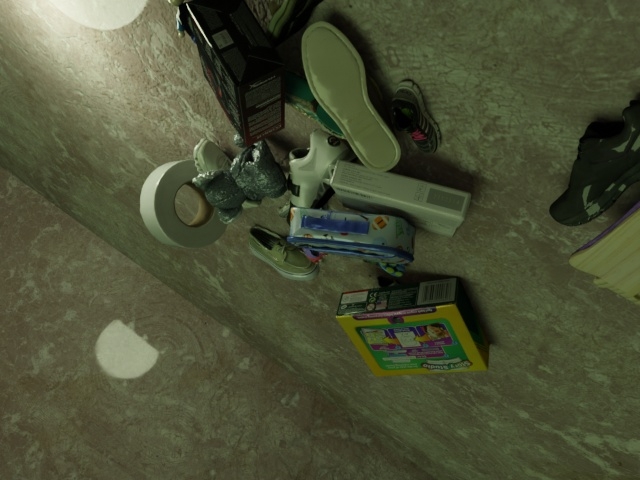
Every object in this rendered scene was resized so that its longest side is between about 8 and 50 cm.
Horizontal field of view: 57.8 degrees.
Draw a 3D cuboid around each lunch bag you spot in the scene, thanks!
[{"bbox_3d":[0.071,-0.013,1.417,0.303,0.115,0.243,5,176,24],"label":"lunch bag"}]

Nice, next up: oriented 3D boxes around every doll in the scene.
[{"bbox_3d":[-0.294,-0.500,1.365,0.129,0.046,0.189,0,136,48],"label":"doll"}]

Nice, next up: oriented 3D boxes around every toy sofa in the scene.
[{"bbox_3d":[0.579,-0.043,0.936,0.177,0.150,0.362,30,153,9],"label":"toy sofa"}]

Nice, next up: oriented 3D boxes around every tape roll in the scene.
[{"bbox_3d":[-0.425,-0.117,1.858,0.100,0.286,0.286,2,137,48],"label":"tape roll"}]

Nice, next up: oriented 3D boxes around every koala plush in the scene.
[{"bbox_3d":[-0.214,-0.158,1.543,0.196,0.221,0.203,60,-178,-35],"label":"koala plush"}]

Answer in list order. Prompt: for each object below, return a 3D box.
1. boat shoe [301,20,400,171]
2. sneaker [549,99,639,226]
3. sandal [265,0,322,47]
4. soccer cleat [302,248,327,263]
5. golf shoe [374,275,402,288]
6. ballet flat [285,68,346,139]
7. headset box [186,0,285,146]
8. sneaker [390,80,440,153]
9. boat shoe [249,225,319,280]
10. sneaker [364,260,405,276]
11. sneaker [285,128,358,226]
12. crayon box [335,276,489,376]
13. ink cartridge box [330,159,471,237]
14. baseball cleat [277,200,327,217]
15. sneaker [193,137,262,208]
[{"bbox_3d":[0.065,-0.295,1.188,0.116,0.097,0.324,-27,110,18],"label":"boat shoe"},{"bbox_3d":[0.482,-0.131,0.989,0.130,0.109,0.286,42,144,4],"label":"sneaker"},{"bbox_3d":[-0.052,-0.461,1.077,0.086,0.120,0.302,55,151,-5],"label":"sandal"},{"bbox_3d":[0.000,0.000,1.769,0.095,0.083,0.248,42,155,0],"label":"soccer cleat"},{"bbox_3d":[0.237,0.163,1.759,0.176,0.069,0.086,19,142,28],"label":"golf shoe"},{"bbox_3d":[-0.002,-0.307,1.309,0.241,0.091,0.077,38,-177,8],"label":"ballet flat"},{"bbox_3d":[-0.172,-0.356,1.249,0.218,0.110,0.293,59,169,13],"label":"headset box"},{"bbox_3d":[0.187,-0.235,1.181,0.063,0.075,0.170,8,141,43],"label":"sneaker"},{"bbox_3d":[-0.136,0.044,1.965,0.302,0.109,0.094,23,148,30],"label":"boat shoe"},{"bbox_3d":[0.163,0.041,1.670,0.188,0.067,0.078,30,173,10],"label":"sneaker"},{"bbox_3d":[-0.029,-0.163,1.504,0.146,0.122,0.330,44,138,6],"label":"sneaker"},{"bbox_3d":[0.275,0.266,1.705,0.362,0.106,0.313,-10,131,28],"label":"crayon box"},{"bbox_3d":[0.184,-0.093,1.348,0.296,0.066,0.261,16,176,10],"label":"ink cartridge box"},{"bbox_3d":[-0.051,-0.087,1.696,0.109,0.072,0.206,43,153,-11],"label":"baseball cleat"},{"bbox_3d":[-0.275,-0.200,1.765,0.118,0.110,0.292,6,149,33],"label":"sneaker"}]
